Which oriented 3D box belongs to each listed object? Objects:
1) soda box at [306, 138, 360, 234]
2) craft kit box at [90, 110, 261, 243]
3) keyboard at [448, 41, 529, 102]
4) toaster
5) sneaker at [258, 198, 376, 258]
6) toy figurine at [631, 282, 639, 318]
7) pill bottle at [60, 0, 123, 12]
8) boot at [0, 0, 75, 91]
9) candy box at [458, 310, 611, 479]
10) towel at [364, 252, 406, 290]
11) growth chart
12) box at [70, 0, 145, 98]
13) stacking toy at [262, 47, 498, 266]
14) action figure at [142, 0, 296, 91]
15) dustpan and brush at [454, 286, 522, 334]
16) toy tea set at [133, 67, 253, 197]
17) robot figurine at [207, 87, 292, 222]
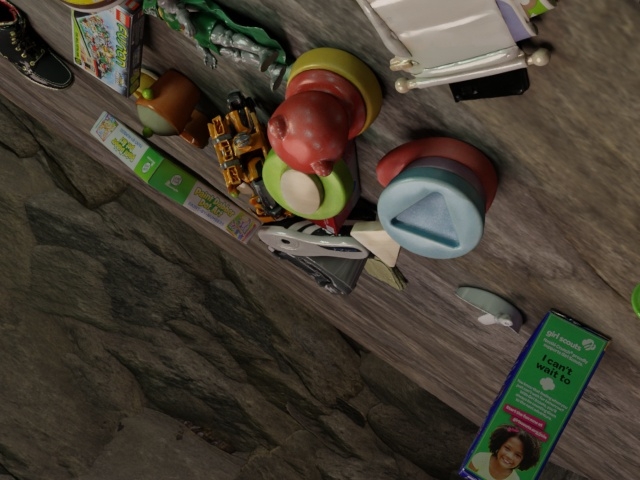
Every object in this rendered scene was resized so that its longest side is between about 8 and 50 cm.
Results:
[{"bbox_3d":[0.004,-0.103,1.109,0.083,0.092,0.263,29,167,14],"label":"soda box"},{"bbox_3d":[-0.258,-0.112,1.240,0.246,0.061,0.250,32,178,43],"label":"craft kit box"},{"bbox_3d":[0.124,-0.197,0.615,0.100,0.038,0.192,0,152,25],"label":"keyboard"},{"bbox_3d":[0.000,0.000,1.400,0.227,0.146,0.129,34,167,-11],"label":"toaster"},{"bbox_3d":[0.000,-0.036,1.290,0.217,0.121,0.079,8,152,18],"label":"sneaker"},{"bbox_3d":[0.426,0.065,0.740,0.173,0.130,0.159,54,167,35],"label":"toy figurine"},{"bbox_3d":[-0.289,-0.364,0.772,0.117,0.117,0.215,30,167,14],"label":"pill bottle"},{"bbox_3d":[-0.651,-0.429,1.518,0.236,0.085,0.178,36,165,-14],"label":"boot"},{"bbox_3d":[0.378,0.312,1.260,0.122,0.317,0.268,27,168,17],"label":"candy box"},{"bbox_3d":[0.135,0.063,1.592,0.110,0.027,0.148,26,166,34],"label":"towel"},{"bbox_3d":[0.098,-0.201,0.546,0.172,0.021,0.237,-1,151,30],"label":"growth chart"},{"bbox_3d":[-0.337,-0.326,1.095,0.114,0.036,0.207,33,150,0],"label":"box"},{"bbox_3d":[0.043,-0.053,0.883,0.309,0.130,0.279,32,142,-6],"label":"stacking toy"},{"bbox_3d":[-0.146,-0.274,0.912,0.232,0.063,0.137,32,172,22],"label":"action figure"},{"bbox_3d":[0.332,0.140,1.308,0.147,0.060,0.211,33,168,1],"label":"dustpan and brush"},{"bbox_3d":[-0.240,-0.188,1.323,0.336,0.124,0.200,39,166,-28],"label":"toy tea set"},{"bbox_3d":[-0.108,-0.122,1.131,0.291,0.085,0.211,49,-158,-80],"label":"robot figurine"}]
